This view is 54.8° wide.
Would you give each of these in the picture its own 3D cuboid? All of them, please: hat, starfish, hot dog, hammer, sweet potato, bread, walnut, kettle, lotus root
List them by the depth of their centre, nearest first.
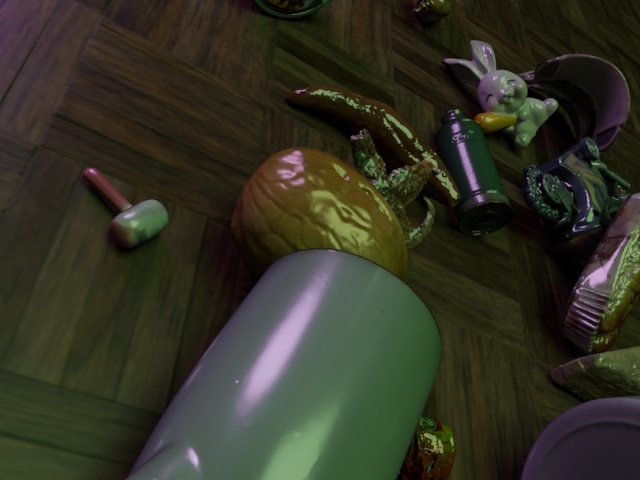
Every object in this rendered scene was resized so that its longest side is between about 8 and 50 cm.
[{"bbox_3d":[-0.015,0.160,0.430,0.236,0.161,0.221,-55,130,-47],"label":"kettle"},{"bbox_3d":[-0.172,-0.033,0.527,0.083,0.031,0.052,44,38,5],"label":"hammer"},{"bbox_3d":[0.000,0.000,0.559,0.180,0.144,0.144,48,42,-5],"label":"walnut"},{"bbox_3d":[0.063,-0.053,0.707,0.209,0.053,0.150,-28,108,-33],"label":"starfish"},{"bbox_3d":[0.372,0.190,0.769,0.152,0.077,0.105,0,59,-38],"label":"bread"},{"bbox_3d":[0.078,-0.133,0.788,0.255,0.058,0.078,34,64,-8],"label":"sweet potato"},{"bbox_3d":[0.414,0.043,0.848,0.268,0.075,0.144,-54,144,-21],"label":"hot dog"},{"bbox_3d":[0.202,-0.425,1.104,0.072,0.063,0.152,32,40,12],"label":"lotus root"},{"bbox_3d":[0.481,-0.268,1.123,0.164,0.226,0.219,-34,86,-27],"label":"hat"}]

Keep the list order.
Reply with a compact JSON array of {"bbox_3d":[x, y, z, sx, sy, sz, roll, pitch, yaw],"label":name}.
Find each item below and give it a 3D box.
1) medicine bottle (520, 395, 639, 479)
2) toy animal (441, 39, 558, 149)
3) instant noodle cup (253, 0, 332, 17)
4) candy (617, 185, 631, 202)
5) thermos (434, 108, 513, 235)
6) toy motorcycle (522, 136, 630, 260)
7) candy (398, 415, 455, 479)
[{"bbox_3d":[0.348,0.261,0.573,0.232,0.238,0.238,9,54,-34],"label":"medicine bottle"},{"bbox_3d":[0.288,-0.239,1.033,0.181,0.131,0.127,37,10,-21],"label":"toy animal"},{"bbox_3d":[-0.049,-0.410,0.822,0.208,0.177,0.125,20,31,-55],"label":"instant noodle cup"},{"bbox_3d":[0.576,-0.002,1.095,0.086,0.059,0.292,9,55,-36],"label":"candy"},{"bbox_3d":[0.210,-0.103,0.859,0.083,0.073,0.188,14,51,-30],"label":"thermos"},{"bbox_3d":[0.406,-0.062,0.974,0.307,0.108,0.173,-24,85,-48],"label":"toy motorcycle"},{"bbox_3d":[0.102,0.252,0.529,0.060,0.060,0.201,8,62,-35],"label":"candy"}]
